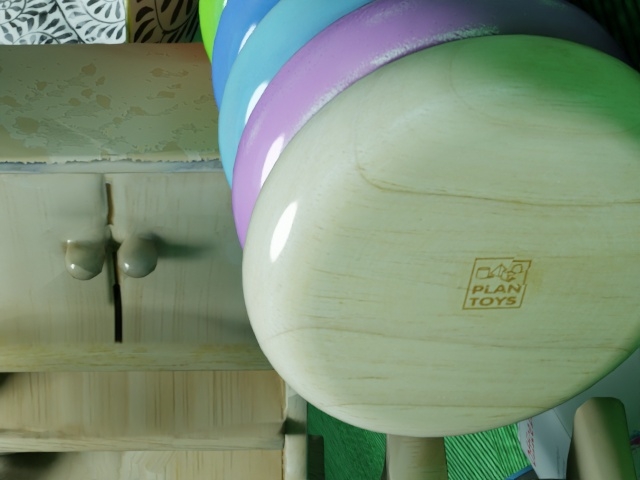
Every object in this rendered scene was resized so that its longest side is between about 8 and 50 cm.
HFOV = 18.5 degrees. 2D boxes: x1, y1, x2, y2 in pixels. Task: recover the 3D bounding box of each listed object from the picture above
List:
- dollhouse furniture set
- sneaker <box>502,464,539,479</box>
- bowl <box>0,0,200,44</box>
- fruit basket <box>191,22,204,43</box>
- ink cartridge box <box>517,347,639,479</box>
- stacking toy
[{"bbox_3d":[-0.079,0.150,0.710,0.394,0.362,0.256,-92,2,-45],"label":"dollhouse furniture set"},{"bbox_3d":[0.137,0.257,0.867,0.139,0.125,0.341,55,169,53],"label":"sneaker"},{"bbox_3d":[-0.096,-0.131,0.857,0.170,0.080,0.170,33,133,46],"label":"bowl"},{"bbox_3d":[-0.065,-0.115,1.009,0.353,0.165,0.327,168,78,-80],"label":"fruit basket"},{"bbox_3d":[0.120,0.094,0.723,0.088,0.052,0.122,77,166,-56],"label":"ink cartridge box"},{"bbox_3d":[0.013,-0.088,0.690,0.330,0.141,0.141,-110,1,-49],"label":"stacking toy"}]
